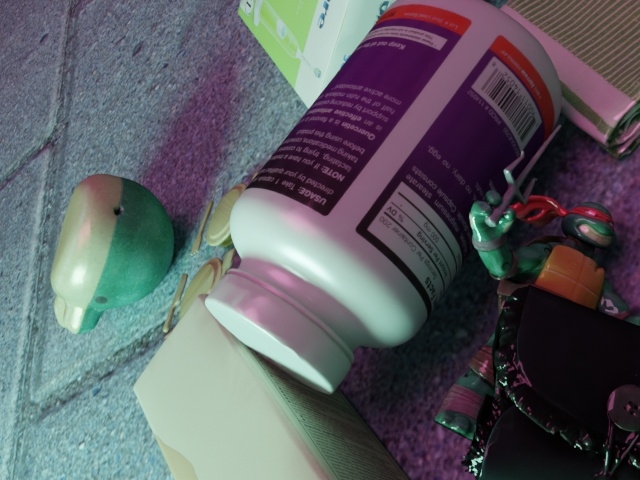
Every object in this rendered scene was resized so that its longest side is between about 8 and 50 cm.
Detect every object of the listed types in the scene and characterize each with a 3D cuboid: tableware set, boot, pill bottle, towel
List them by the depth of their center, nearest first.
[{"bbox_3d":[0.213,0.063,0.490,0.207,0.094,0.246,20,84,13],"label":"boot"},{"bbox_3d":[0.050,-0.040,0.685,0.181,0.181,0.323,17,65,50],"label":"pill bottle"},{"bbox_3d":[0.304,-0.250,0.717,0.325,0.038,0.248,-47,40,14],"label":"towel"},{"bbox_3d":[-0.115,0.020,0.980,0.128,0.039,0.194,-24,43,50],"label":"tableware set"}]

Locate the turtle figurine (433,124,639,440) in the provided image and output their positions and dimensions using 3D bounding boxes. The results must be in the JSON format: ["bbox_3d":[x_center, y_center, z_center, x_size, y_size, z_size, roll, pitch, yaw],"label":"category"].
[{"bbox_3d":[0.177,0.047,0.601,0.175,0.118,0.234,23,82,9],"label":"turtle figurine"}]

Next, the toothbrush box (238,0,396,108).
[{"bbox_3d":[0.023,-0.287,0.911,0.283,0.122,0.206,-120,41,-49],"label":"toothbrush box"}]

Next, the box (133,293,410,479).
[{"bbox_3d":[-0.032,0.190,0.698,0.121,0.148,0.311,-53,38,7],"label":"box"}]

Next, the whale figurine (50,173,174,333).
[{"bbox_3d":[-0.283,0.031,1.101,0.272,0.141,0.216,130,148,-51],"label":"whale figurine"}]
